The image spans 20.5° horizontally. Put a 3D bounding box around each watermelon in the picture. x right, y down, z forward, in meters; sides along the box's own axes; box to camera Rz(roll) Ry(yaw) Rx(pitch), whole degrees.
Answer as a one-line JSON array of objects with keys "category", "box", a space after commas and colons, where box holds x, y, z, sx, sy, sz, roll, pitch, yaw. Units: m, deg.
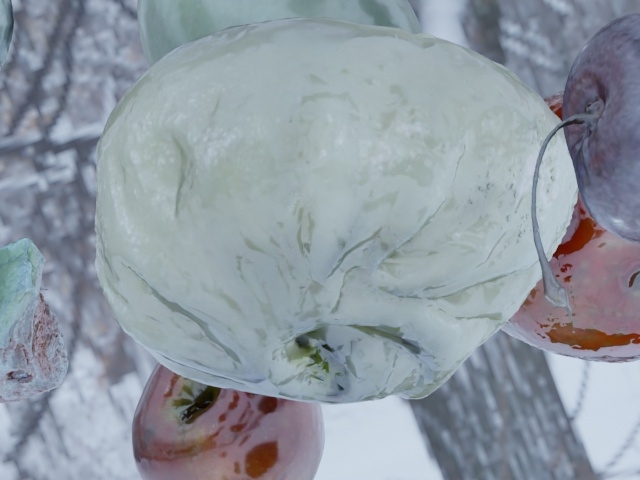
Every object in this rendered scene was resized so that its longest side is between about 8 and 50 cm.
[{"category": "watermelon", "box": [-0.279, 0.095, 1.584, 0.187, 0.139, 0.071, -48, 34, 22]}]

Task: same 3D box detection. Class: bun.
[{"category": "bun", "box": [0.000, 0.000, 1.271, 0.359, 0.211, 0.360, 4, -30, 2]}]

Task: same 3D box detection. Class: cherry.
[{"category": "cherry", "box": [0.192, -0.030, 0.934, 0.115, 0.188, 0.148, -22, -39, 26]}]

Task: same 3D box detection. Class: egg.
[{"category": "egg", "box": [-0.037, -0.190, 1.767, 0.258, 0.352, 0.258, -35, -18, -13]}]

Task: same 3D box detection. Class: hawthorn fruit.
[{"category": "hawthorn fruit", "box": [0.253, -0.012, 1.655, 0.299, 0.275, 0.275, -12, -3, -31]}]

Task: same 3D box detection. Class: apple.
[{"category": "apple", "box": [-0.095, 0.218, 2.026, 0.230, 0.230, 0.230, -20, 1, 0]}]

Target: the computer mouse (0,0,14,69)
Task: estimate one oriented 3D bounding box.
[{"category": "computer mouse", "box": [-0.392, -0.254, 1.625, 0.197, 0.331, 0.095, -43, -19, 26]}]
